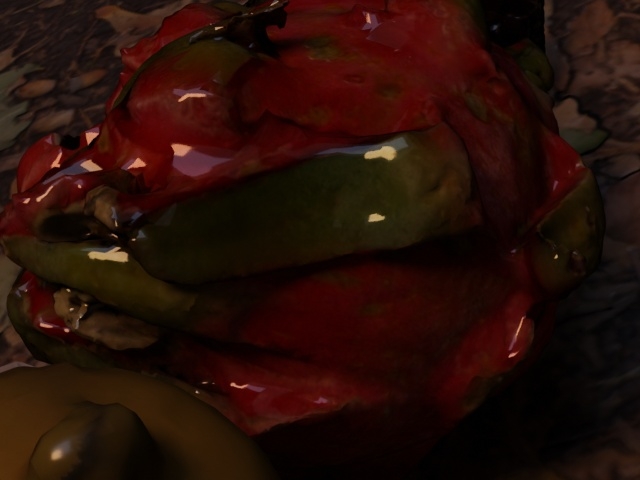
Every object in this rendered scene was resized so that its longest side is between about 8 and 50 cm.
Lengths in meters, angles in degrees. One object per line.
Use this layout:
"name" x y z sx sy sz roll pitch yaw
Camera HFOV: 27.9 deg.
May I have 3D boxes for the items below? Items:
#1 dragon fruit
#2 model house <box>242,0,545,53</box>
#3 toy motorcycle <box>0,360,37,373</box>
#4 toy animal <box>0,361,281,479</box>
"dragon fruit" -0.008 -0.008 0.580 0.303 0.231 0.237 -18 61 -44
"model house" 0.051 -0.130 0.839 0.164 0.141 0.203 -24 54 -38
"toy motorcycle" -0.181 0.106 0.685 0.254 0.112 0.112 -14 39 14
"toy animal" -0.086 0.144 0.450 0.169 0.281 0.195 15 48 12
